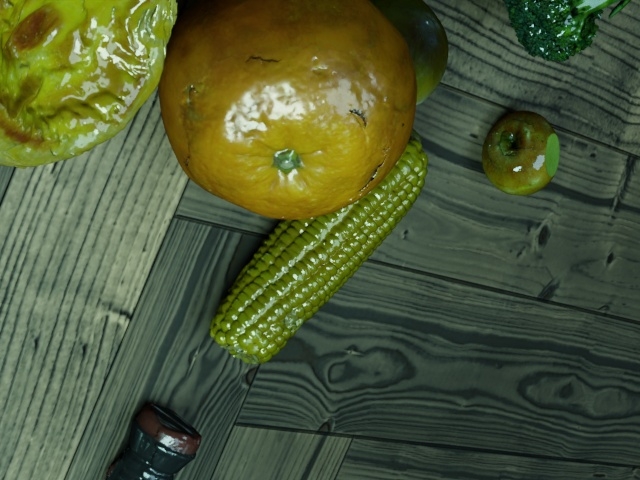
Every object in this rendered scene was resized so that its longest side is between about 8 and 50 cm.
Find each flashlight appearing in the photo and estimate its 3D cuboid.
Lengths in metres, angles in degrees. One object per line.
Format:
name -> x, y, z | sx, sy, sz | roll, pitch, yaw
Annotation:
flashlight -> -0.234, 0.313, 2.196 | 0.093, 0.093, 0.232 | 26, 99, -51

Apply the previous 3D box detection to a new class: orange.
orange -> -0.036, -0.158, 1.969 | 0.226, 0.284, 0.284 | -85, 163, -45

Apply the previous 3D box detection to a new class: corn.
corn -> 0.000, 0.000, 2.223 | 0.363, 0.120, 0.120 | -48, 140, -13

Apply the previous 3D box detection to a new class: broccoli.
broccoli -> 0.356, -0.358, 2.257 | 0.297, 0.297, 0.297 | 8, 90, -75

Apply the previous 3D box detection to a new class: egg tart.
egg tart -> -0.270, -0.215, 1.800 | 0.295, 0.116, 0.294 | -31, 138, -33

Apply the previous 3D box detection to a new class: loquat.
loquat -> 0.078, -0.225, 2.145 | 0.195, 0.152, 0.152 | -17, 125, -41

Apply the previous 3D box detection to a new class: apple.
apple -> 0.270, -0.117, 2.457 | 0.102, 0.099, 0.114 | 35, 61, -59
